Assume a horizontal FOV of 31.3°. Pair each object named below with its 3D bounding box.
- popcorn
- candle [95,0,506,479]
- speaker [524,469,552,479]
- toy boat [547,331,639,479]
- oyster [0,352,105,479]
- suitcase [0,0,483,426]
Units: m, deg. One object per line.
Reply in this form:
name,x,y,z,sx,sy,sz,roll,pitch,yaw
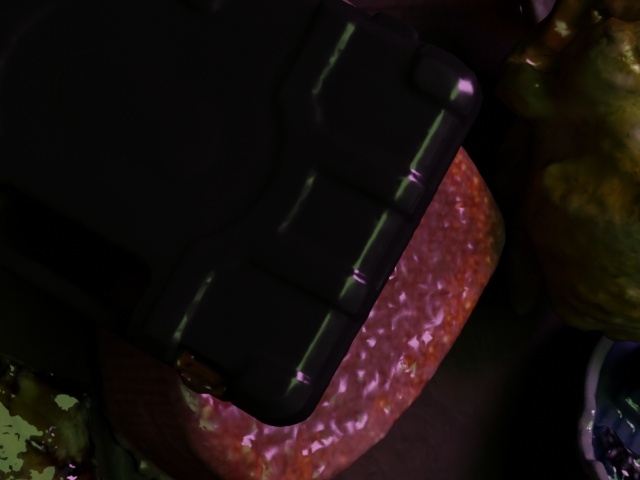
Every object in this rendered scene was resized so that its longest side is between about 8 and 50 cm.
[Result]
popcorn,0.230,-0.062,0.795,0.225,0.276,0.276,-12,92,-8
candle,0.000,0.000,0.717,0.287,0.131,0.317,5,83,-38
speaker,0.152,0.228,0.848,0.218,0.044,0.082,-10,91,-36
toy boat,0.267,0.106,0.861,0.129,0.142,0.309,43,45,5
oyster,-0.203,0.226,0.556,0.221,0.096,0.361,12,70,-36
suitcase,-0.085,-0.057,0.579,0.285,0.066,0.206,28,86,11
